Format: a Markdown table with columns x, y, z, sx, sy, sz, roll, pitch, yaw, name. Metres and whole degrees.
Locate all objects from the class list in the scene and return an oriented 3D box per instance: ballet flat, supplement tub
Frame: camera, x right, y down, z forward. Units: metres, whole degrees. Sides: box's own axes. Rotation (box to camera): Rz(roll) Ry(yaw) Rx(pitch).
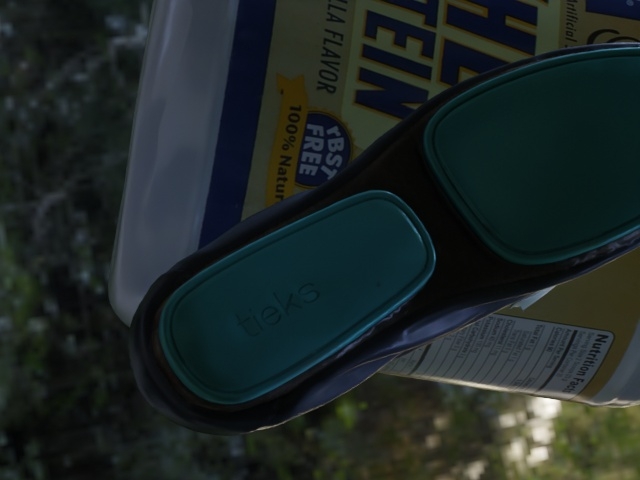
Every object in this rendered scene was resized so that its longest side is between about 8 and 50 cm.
| x | y | z | sx | sy | sz | roll | pitch | yaw | name |
| --- | --- | --- | --- | --- | --- | --- | --- | --- | --- |
| 0.032 | -0.001 | 0.575 | 0.074 | 0.203 | 0.074 | 52 | -21 | 30 | ballet flat |
| 0.072 | -0.046 | 0.886 | 0.228 | 0.316 | 0.228 | -171 | -90 | -83 | supplement tub |
